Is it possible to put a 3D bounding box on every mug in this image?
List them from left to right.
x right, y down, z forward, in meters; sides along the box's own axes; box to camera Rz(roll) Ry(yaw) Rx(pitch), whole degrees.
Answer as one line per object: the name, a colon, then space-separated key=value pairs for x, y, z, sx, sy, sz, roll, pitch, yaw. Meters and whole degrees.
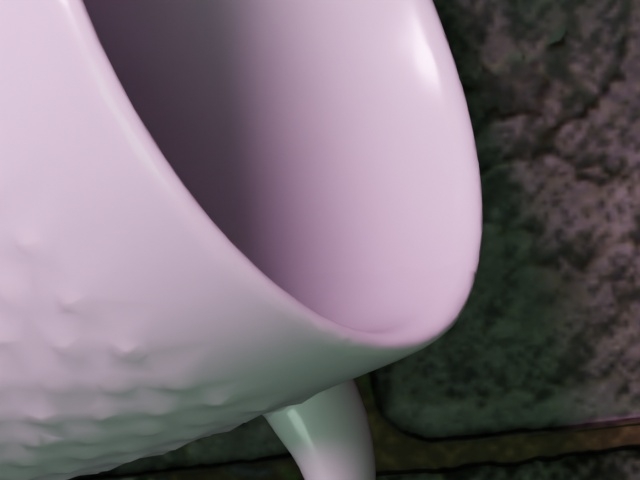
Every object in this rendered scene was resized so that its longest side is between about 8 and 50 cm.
mug: x=-0.120 y=0.012 z=0.722 sx=0.328 sy=0.276 sz=0.374 roll=-24 pitch=102 yaw=28
